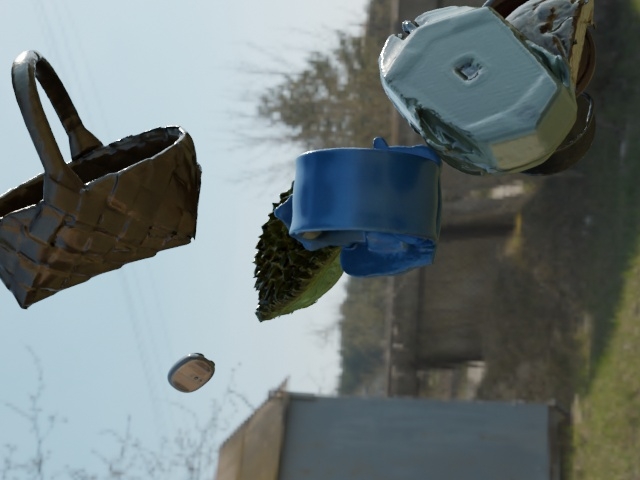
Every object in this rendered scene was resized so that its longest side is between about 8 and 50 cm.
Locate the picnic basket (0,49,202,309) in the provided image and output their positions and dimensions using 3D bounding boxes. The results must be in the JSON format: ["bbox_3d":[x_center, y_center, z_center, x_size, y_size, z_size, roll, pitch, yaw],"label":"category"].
[{"bbox_3d":[-0.349,-0.114,1.414,0.293,0.337,0.338,-113,23,-72],"label":"picnic basket"}]

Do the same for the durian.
[{"bbox_3d":[-0.009,-0.006,1.917,0.394,0.163,0.198,-56,-19,9],"label":"durian"}]

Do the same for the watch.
[{"bbox_3d":[0.045,-0.067,1.651,0.274,0.305,0.242,22,-112,-71],"label":"watch"}]

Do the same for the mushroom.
[{"bbox_3d":[0.372,-0.337,1.710,0.156,0.151,0.286,79,-151,-46],"label":"mushroom"}]

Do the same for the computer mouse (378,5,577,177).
[{"bbox_3d":[0.240,-0.218,1.543,0.145,0.228,0.429,53,-177,-42],"label":"computer mouse"}]

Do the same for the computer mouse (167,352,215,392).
[{"bbox_3d":[-0.227,0.228,1.781,0.096,0.066,0.039,-41,25,24],"label":"computer mouse"}]

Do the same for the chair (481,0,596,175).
[{"bbox_3d":[0.412,-0.297,1.941,0.401,0.226,0.227,51,-139,-66],"label":"chair"}]
